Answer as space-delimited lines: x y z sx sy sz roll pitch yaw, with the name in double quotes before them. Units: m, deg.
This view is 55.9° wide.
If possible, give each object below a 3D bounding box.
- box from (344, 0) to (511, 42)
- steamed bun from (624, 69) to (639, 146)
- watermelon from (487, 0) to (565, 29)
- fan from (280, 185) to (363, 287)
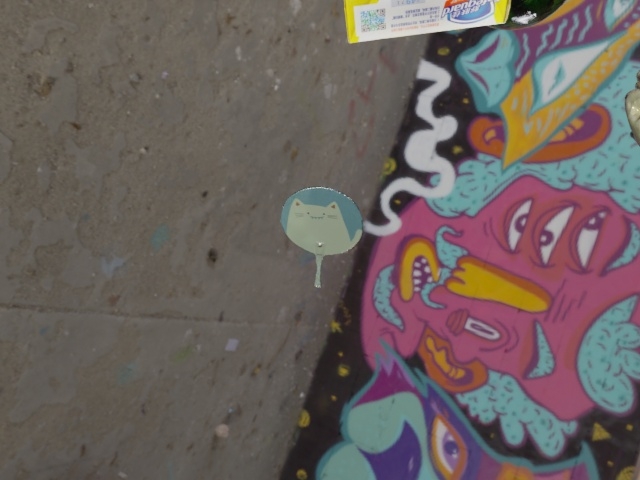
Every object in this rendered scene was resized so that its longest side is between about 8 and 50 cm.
"box" 0.166 -0.428 0.996 0.097 0.265 0.168 79 5 -54
"steamed bun" 0.619 -0.193 0.984 0.275 0.206 0.319 45 36 -52
"watermelon" 0.377 -0.531 1.155 0.242 0.242 0.242 -45 144 -45
"fan" 0.000 0.000 0.832 0.005 0.113 0.175 -74 170 -52
